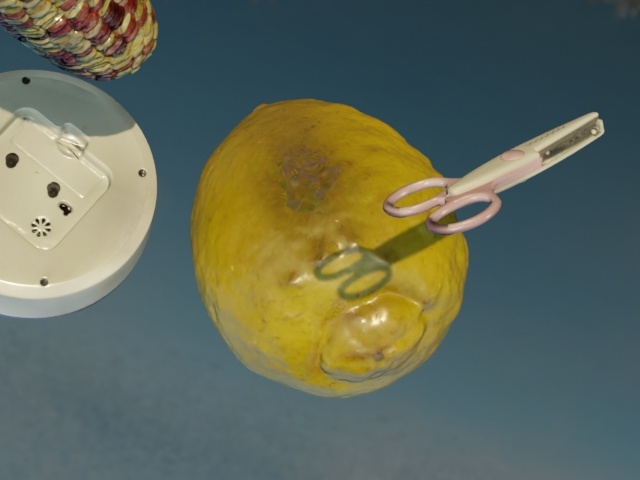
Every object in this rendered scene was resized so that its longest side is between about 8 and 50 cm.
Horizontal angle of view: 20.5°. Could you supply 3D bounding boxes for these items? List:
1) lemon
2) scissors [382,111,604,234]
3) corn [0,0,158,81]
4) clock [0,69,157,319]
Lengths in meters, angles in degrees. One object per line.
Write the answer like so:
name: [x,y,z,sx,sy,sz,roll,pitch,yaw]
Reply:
lemon: [0.003,0.006,1.729,0.285,0.285,0.316,21,-175,-15]
scissors: [0.127,-0.048,1.198,0.085,0.176,0.022,22,132,52]
corn: [-0.214,-0.199,1.319,0.098,0.098,0.290,8,168,23]
clock: [-0.269,-0.045,1.661,0.230,0.230,0.083,18,157,-7]
